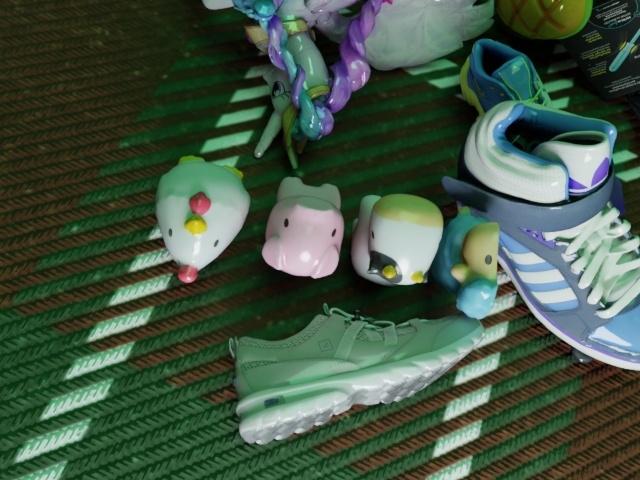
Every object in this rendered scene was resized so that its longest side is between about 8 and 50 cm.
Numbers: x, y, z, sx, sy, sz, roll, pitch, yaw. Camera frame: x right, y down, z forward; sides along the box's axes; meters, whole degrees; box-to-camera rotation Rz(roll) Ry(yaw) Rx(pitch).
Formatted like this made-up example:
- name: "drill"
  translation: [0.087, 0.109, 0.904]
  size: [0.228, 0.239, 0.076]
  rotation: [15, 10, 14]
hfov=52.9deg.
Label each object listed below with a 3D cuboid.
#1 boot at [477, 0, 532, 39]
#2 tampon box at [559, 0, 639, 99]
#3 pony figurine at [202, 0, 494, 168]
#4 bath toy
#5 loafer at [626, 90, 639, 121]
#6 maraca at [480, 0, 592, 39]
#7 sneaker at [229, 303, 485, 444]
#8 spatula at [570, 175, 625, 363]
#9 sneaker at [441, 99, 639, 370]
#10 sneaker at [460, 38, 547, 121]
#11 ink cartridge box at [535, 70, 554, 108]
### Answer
- name: "boot"
  translation: [0.320, -0.440, 0.980]
  size: [0.220, 0.109, 0.283]
  rotation: [-20, 66, -26]
- name: "tampon box"
  translation: [0.417, -0.296, 0.888]
  size: [0.161, 0.120, 0.101]
  rotation: [37, 61, -29]
- name: "pony figurine"
  translation: [0.020, -0.305, 0.766]
  size: [0.351, 0.303, 0.364]
  rotation: [-26, 77, 10]
- name: "bath toy"
  translation: [0.000, 0.000, 0.658]
  size: [0.348, 0.151, 0.129]
  rotation: [9, 60, -5]
- name: "loafer"
  translation: [0.499, -0.182, 0.928]
  size: [0.078, 0.076, 0.223]
  rotation: [26, 48, -43]
- name: "maraca"
  translation: [0.267, -0.326, 0.836]
  size: [0.099, 0.127, 0.185]
  rotation: [-39, 50, -21]
- name: "sneaker"
  translation: [0.041, 0.107, 0.656]
  size: [0.281, 0.105, 0.115]
  rotation: [-12, 64, -23]
- name: "spatula"
  translation: [0.340, 0.016, 0.814]
  size: [0.084, 0.030, 0.297]
  rotation: [16, 65, -1]
- name: "sneaker"
  translation: [0.273, -0.009, 0.671]
  size: [0.130, 0.236, 0.323]
  rotation: [-40, 72, -10]
- name: "sneaker"
  translation: [0.245, -0.152, 0.802]
  size: [0.091, 0.126, 0.240]
  rotation: [-32, 69, 5]
- name: "ink cartridge box"
  translation: [0.288, -0.196, 0.894]
  size: [0.048, 0.028, 0.083]
  rotation: [-12, 71, -19]
